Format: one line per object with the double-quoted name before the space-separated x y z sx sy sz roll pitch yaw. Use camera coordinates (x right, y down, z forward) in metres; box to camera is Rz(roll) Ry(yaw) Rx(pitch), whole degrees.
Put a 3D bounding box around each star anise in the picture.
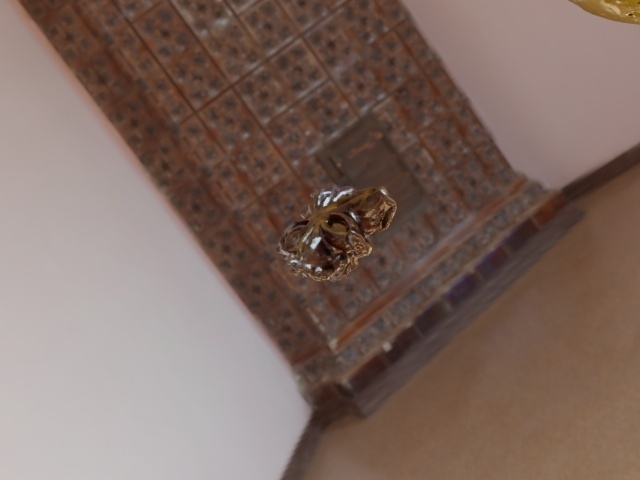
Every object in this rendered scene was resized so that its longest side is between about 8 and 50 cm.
"star anise" 0.000 0.000 0.951 0.097 0.070 0.190 -56 20 -13

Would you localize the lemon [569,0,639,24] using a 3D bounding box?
"lemon" 0.348 -0.368 1.159 0.297 0.297 0.297 -35 10 7
